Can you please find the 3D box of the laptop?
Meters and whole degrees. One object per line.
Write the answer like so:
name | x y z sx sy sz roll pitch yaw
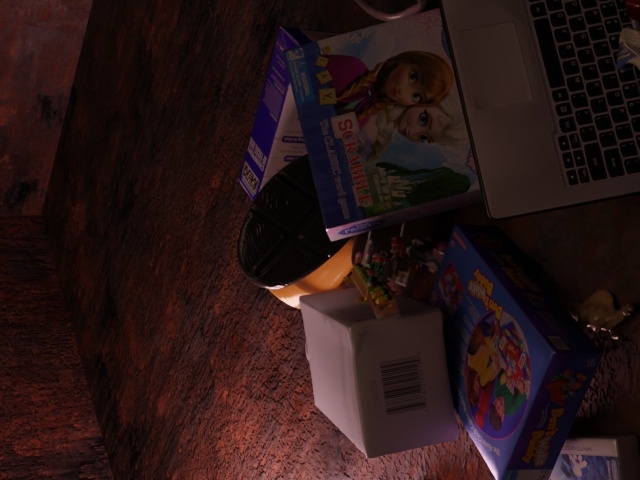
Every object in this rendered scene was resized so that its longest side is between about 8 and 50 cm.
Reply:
laptop | 0.371 -0.267 1.205 0.236 0.408 0.381 70 -171 -75

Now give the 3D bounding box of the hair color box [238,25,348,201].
hair color box | -0.023 -0.233 1.921 0.110 0.185 0.338 52 134 46

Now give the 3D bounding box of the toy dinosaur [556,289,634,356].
toy dinosaur | 0.379 0.113 1.396 0.183 0.053 0.092 5 81 61

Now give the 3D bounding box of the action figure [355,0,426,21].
action figure | -0.025 -0.516 1.724 0.248 0.370 0.275 -21 72 57

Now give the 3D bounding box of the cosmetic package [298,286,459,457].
cosmetic package | 0.084 0.203 1.664 0.385 0.156 0.217 -156 58 -77

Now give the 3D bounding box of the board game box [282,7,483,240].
board game box | 0.129 -0.190 1.553 0.066 0.318 0.318 67 -171 -71

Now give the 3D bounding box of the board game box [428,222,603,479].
board game box | 0.264 0.160 1.484 0.347 0.078 0.233 -118 37 -55

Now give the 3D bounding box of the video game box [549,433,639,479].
video game box | 0.375 0.376 1.401 0.187 0.048 0.205 -19 75 61

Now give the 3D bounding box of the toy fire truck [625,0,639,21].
toy fire truck | 0.354 -0.368 1.150 0.246 0.158 0.217 18 93 24

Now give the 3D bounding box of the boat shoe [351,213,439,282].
boat shoe | 0.157 -0.073 1.711 0.341 0.122 0.110 -63 3 33

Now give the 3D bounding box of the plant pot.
plant pot | 0.000 0.000 1.904 0.188 0.205 0.205 -39 57 35

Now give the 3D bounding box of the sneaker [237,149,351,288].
sneaker | 0.022 -0.099 1.755 0.447 0.169 0.257 -54 -2 -5

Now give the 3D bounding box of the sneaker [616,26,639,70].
sneaker | 0.401 -0.201 1.142 0.135 0.052 0.058 30 109 40

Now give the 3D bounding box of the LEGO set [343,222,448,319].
LEGO set | 0.108 0.023 1.556 0.132 0.287 0.107 16 110 19
